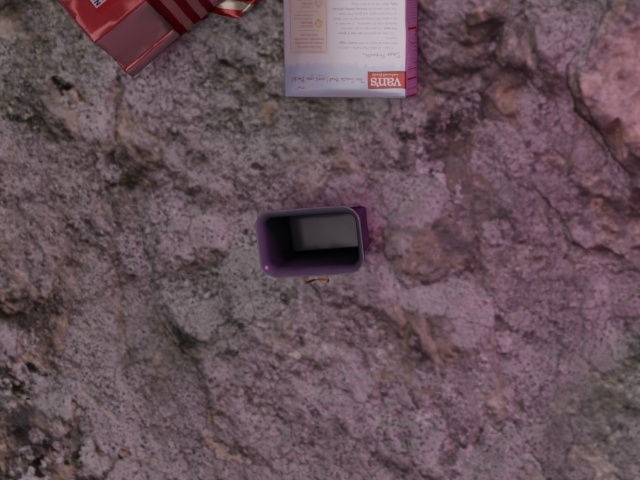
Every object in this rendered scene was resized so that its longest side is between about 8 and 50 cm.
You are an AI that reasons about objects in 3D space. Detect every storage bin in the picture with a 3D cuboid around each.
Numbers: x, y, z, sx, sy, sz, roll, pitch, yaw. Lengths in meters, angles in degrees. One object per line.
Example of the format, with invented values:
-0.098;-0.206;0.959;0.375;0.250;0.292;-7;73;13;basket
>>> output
0.000;0.000;1.670;0.135;0.091;0.098;-4;100;19;storage bin

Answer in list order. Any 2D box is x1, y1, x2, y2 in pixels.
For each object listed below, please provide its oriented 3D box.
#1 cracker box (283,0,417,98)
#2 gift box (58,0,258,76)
0.037;-0.289;1.613;0.156;0.067;0.232;3;101;17;cracker box
-0.206;-0.364;1.580;0.276;0.258;0.255;-35;87;1;gift box
